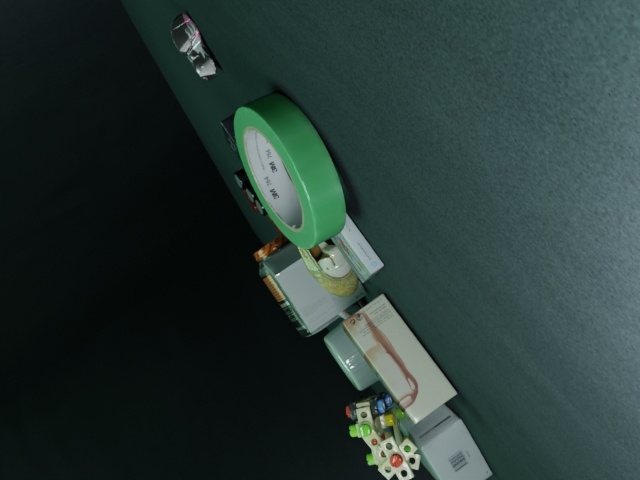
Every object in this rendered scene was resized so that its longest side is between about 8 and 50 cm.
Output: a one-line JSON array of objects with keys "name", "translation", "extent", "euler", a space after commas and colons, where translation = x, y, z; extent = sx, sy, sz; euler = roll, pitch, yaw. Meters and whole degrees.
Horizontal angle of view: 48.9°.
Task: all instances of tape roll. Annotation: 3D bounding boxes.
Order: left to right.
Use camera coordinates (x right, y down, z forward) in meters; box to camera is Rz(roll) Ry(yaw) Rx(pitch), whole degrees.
[{"name": "tape roll", "translation": [-0.068, -0.139, 1.447], "extent": [0.321, 0.077, 0.321], "euler": [51, 159, 28]}]

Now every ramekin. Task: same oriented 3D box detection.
[{"name": "ramekin", "translation": [0.132, 0.436, 2.679], "extent": [0.277, 0.135, 0.277], "euler": [54, 172, 11]}]

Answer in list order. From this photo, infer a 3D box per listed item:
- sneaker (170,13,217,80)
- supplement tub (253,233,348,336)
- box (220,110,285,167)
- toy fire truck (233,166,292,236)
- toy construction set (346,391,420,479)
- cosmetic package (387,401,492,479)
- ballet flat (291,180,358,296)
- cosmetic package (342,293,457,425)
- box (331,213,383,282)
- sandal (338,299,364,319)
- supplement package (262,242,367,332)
[{"name": "sneaker", "translation": [-0.335, -0.505, 1.847], "extent": [0.077, 0.072, 0.178], "euler": [-115, 0, -66]}, {"name": "supplement tub", "translation": [-0.069, 0.141, 2.401], "extent": [0.338, 0.207, 0.207], "euler": [56, 173, -1]}, {"name": "box", "translation": [-0.174, -0.246, 1.836], "extent": [0.158, 0.093, 0.156], "euler": [54, 173, 8]}, {"name": "toy fire truck", "translation": [-0.119, -0.097, 2.039], "extent": [0.217, 0.158, 0.246], "euler": [48, 159, 42]}, {"name": "toy construction set", "translation": [0.154, 0.491, 1.747], "extent": [0.327, 0.151, 0.215], "euler": [77, -179, -82]}, {"name": "cosmetic package", "translation": [0.329, 0.559, 1.968], "extent": [0.224, 0.138, 0.225], "euler": [59, 173, -23]}, {"name": "ballet flat", "translation": [0.000, 0.000, 1.768], "extent": [0.348, 0.123, 0.123], "euler": [57, 172, -11]}, {"name": "cosmetic package", "translation": [0.189, 0.295, 1.731], "extent": [0.296, 0.129, 0.153], "euler": [53, 173, 17]}, {"name": "box", "translation": [0.079, 0.020, 1.607], "extent": [0.145, 0.038, 0.186], "euler": [55, 171, 6]}, {"name": "sandal", "translation": [0.096, 0.209, 2.156], "extent": [0.102, 0.076, 0.265], "euler": [30, 176, 19]}, {"name": "supplement package", "translation": [-0.017, 0.105, 1.966], "extent": [0.203, 0.194, 0.149], "euler": [59, 171, -21]}]
